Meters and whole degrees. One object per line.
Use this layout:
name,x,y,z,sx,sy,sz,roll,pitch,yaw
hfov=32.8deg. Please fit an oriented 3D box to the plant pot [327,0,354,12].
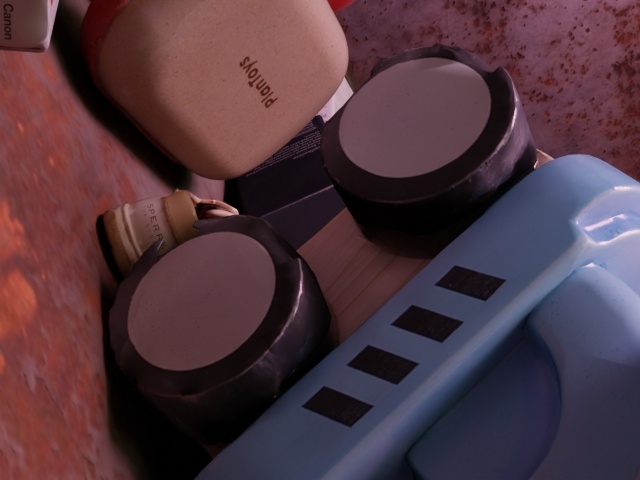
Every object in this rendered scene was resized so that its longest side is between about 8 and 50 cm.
plant pot,-0.032,-0.433,1.529,0.174,0.191,0.191,30,39,-64

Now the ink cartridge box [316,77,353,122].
ink cartridge box,0.019,-0.131,1.624,0.189,0.066,0.232,49,42,-66

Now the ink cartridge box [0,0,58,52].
ink cartridge box,-0.139,-0.174,0.444,0.175,0.072,0.128,-99,-164,-53

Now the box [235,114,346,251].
box,0.000,0.000,0.922,0.158,0.093,0.156,-109,175,-63

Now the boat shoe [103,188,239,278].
boat shoe,-0.070,0.005,0.648,0.170,0.059,0.063,22,47,-78

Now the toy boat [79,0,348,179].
toy boat,-0.083,-0.145,0.730,0.151,0.151,0.231,48,-1,25

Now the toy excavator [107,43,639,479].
toy excavator,0.076,0.175,0.490,0.445,0.433,0.222,39,-13,40
